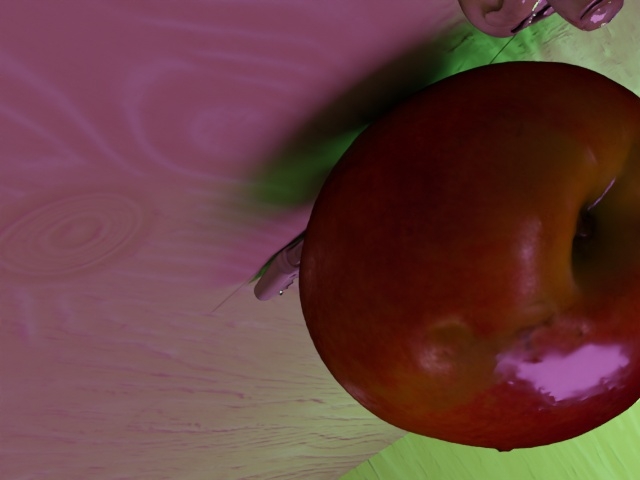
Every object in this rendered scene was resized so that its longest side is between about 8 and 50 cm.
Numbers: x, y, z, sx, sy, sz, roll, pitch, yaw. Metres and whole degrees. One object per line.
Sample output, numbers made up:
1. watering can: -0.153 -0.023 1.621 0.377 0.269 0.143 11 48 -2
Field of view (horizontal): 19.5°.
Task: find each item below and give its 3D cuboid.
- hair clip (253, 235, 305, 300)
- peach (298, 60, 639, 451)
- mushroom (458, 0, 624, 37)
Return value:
1. hair clip: 0.000 0.000 1.959 0.226 0.034 0.072 -36 163 26
2. peach: 0.159 0.020 1.726 0.388 0.388 0.388 -30 167 -8
3. mushroom: 0.173 -0.209 1.396 0.154 0.122 0.154 -37 167 -10
